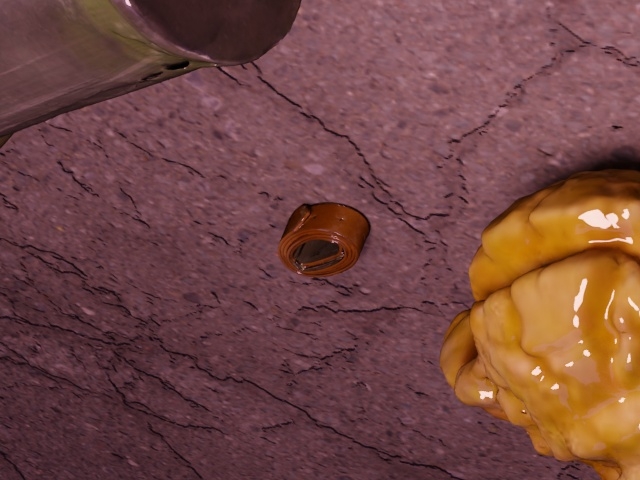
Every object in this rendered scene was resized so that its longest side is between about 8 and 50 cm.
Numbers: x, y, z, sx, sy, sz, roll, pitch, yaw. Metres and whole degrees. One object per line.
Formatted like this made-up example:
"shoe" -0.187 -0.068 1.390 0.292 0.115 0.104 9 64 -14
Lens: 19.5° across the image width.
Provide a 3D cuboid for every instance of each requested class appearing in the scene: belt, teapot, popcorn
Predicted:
"belt" 0.000 0.000 1.496 0.059 0.036 0.083 39 143 -24
"teapot" -0.190 -0.171 1.174 0.337 0.200 0.270 -14 164 41
"popcorn" 0.211 0.068 1.309 0.332 0.225 0.265 4 151 48
